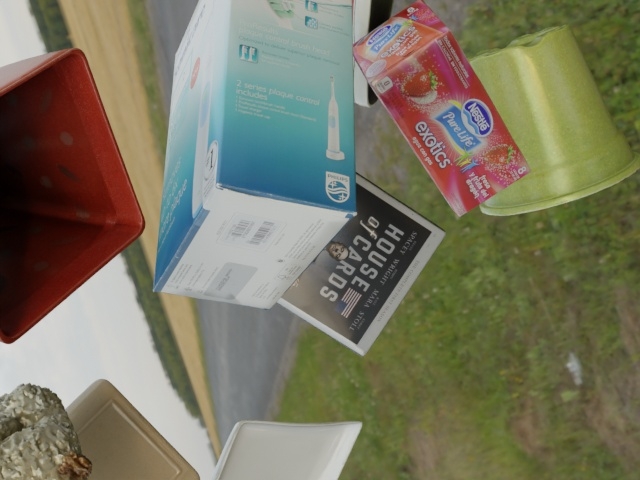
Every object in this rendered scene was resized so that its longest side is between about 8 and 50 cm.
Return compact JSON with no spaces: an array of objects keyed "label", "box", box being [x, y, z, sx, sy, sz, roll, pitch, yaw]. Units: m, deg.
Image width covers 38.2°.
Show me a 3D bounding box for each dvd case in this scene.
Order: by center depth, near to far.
[{"label":"dvd case","box":[0.000,0.000,1.075,0.238,0.179,0.029,32,-175,-8]}]

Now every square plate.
[{"label":"square plate","box":[-0.106,0.488,1.800,0.049,0.347,0.344,34,104,41]}]

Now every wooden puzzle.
[{"label":"wooden puzzle","box":[-0.339,0.368,1.429,0.239,0.221,0.044,50,162,-15]}]

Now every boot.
[{"label":"boot","box":[0.009,-0.320,1.311,0.176,0.088,0.244,22,132,21]}]

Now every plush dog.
[{"label":"plush dog","box":[-0.408,0.311,1.146,0.210,0.225,0.263,145,114,-63]}]

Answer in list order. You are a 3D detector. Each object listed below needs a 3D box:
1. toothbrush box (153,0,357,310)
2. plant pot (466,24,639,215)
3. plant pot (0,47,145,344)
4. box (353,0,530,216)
[{"label":"toothbrush box","box":[-0.064,-0.114,0.883,0.216,0.126,0.296,132,145,-55]},{"label":"plant pot","box":[0.359,-0.208,1.531,0.276,0.276,0.254,-151,39,-75]},{"label":"plant pot","box":[-0.424,-0.067,1.160,0.235,0.267,0.267,7,126,33]},{"label":"box","box":[0.162,-0.176,1.248,0.257,0.122,0.128,51,-170,-33]}]
